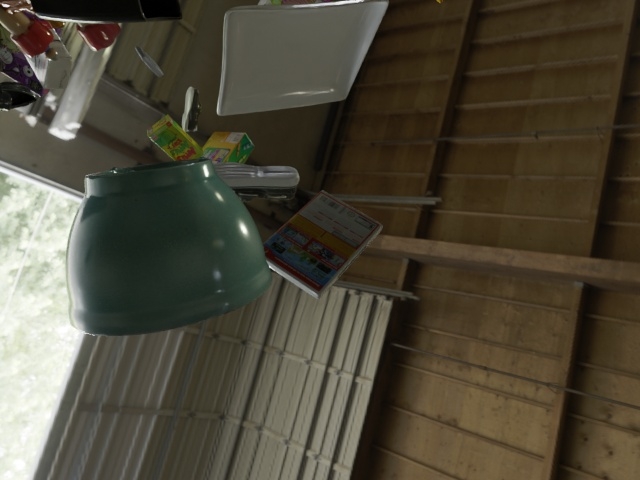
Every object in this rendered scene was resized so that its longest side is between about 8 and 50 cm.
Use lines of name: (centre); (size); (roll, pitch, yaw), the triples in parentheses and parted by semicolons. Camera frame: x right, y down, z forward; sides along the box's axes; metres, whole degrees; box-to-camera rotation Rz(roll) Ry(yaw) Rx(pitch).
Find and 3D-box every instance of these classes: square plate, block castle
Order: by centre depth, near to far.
square plate: (-0.059, -0.414, 1.134); (0.344, 0.347, 0.049); (123, -48, -65)
block castle: (-0.568, -0.654, 1.206); (0.302, 0.213, 0.454); (3, -113, 22)

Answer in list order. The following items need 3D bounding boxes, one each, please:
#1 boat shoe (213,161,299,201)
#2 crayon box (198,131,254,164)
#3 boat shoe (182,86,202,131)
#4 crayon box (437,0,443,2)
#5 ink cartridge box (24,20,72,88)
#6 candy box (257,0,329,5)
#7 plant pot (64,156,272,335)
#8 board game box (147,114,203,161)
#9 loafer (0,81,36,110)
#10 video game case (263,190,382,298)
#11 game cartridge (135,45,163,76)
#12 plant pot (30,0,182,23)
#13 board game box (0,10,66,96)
boat shoe: (-0.238, -0.178, 1.654); (0.121, 0.334, 0.119); (-93, -172, -53)
crayon box: (-0.388, -0.281, 1.873); (0.165, 0.081, 0.279); (10, -120, 33)
boat shoe: (-0.555, -0.572, 2.194); (0.228, 0.068, 0.081); (-61, -139, 46)
crayon box: (0.234, -0.717, 1.202); (0.083, 0.323, 0.203); (-40, -119, 14)
ink cartridge box: (-0.747, -0.505, 1.370); (0.150, 0.063, 0.109); (55, -47, 17)
candy box: (-0.079, -0.710, 1.487); (0.233, 0.159, 0.071); (-40, -140, 45)
plant pot: (-0.229, -0.013, 0.727); (0.293, 0.293, 0.196); (6, -71, 42)
board game box: (-0.500, -0.339, 1.737); (0.092, 0.181, 0.043); (-33, -132, 9)
loafer: (-0.897, -0.398, 1.396); (0.078, 0.223, 0.076); (28, -63, 6)
video game case: (0.000, 0.000, 1.282); (0.204, 0.025, 0.285); (32, -126, 20)
game cartridge: (-0.449, -0.469, 1.321); (0.017, 0.083, 0.056); (-40, -115, 3)
plant pot: (-0.328, -0.405, 0.729); (0.166, 0.188, 0.187); (-9, -156, 6)
board game box: (-0.920, -0.650, 1.566); (0.347, 0.208, 0.056); (-52, -164, 35)
